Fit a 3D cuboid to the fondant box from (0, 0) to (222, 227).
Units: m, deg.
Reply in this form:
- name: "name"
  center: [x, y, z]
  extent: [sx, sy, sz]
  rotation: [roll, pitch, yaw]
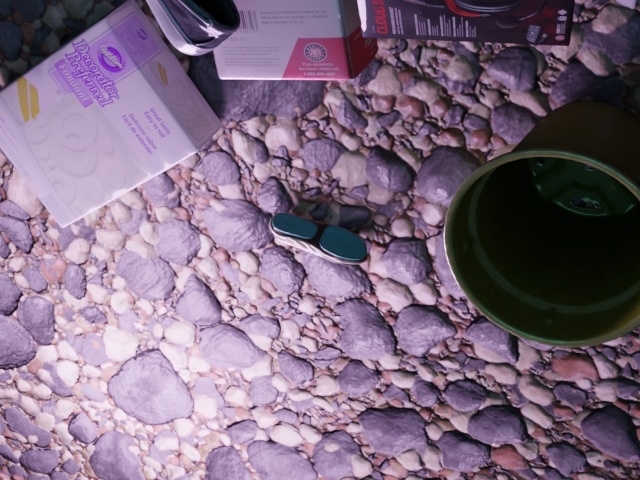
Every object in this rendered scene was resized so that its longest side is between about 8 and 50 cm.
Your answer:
- name: "fondant box"
  center: [-0.349, -0.190, 1.851]
  extent: [0.330, 0.096, 0.238]
  rotation: [-25, 107, 34]

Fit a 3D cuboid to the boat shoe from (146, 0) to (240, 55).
- name: "boat shoe"
  center: [-0.207, -0.380, 1.515]
  extent: [0.102, 0.108, 0.301]
  rotation: [-21, 104, 51]

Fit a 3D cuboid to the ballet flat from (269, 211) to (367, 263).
- name: "ballet flat"
  center: [0.000, 0.000, 1.846]
  extent: [0.168, 0.057, 0.052]
  rotation: [23, 155, 15]

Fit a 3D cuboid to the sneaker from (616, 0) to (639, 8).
- name: "sneaker"
  center: [0.491, -0.370, 1.313]
  extent: [0.210, 0.137, 0.366]
  rotation: [35, 126, 3]

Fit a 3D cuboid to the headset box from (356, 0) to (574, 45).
- name: "headset box"
  center: [0.158, -0.338, 1.416]
  extent: [0.293, 0.110, 0.218]
  rotation: [4, 157, 9]

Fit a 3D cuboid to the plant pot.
- name: "plant pot"
  center: [0.324, -0.048, 1.526]
  extent: [0.276, 0.254, 0.276]
  rotation: [12, 125, 17]

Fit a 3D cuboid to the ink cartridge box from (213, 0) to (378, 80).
- name: "ink cartridge box"
  center: [-0.049, -0.363, 1.584]
  extent: [0.207, 0.117, 0.283]
  rotation: [4, 122, 23]
